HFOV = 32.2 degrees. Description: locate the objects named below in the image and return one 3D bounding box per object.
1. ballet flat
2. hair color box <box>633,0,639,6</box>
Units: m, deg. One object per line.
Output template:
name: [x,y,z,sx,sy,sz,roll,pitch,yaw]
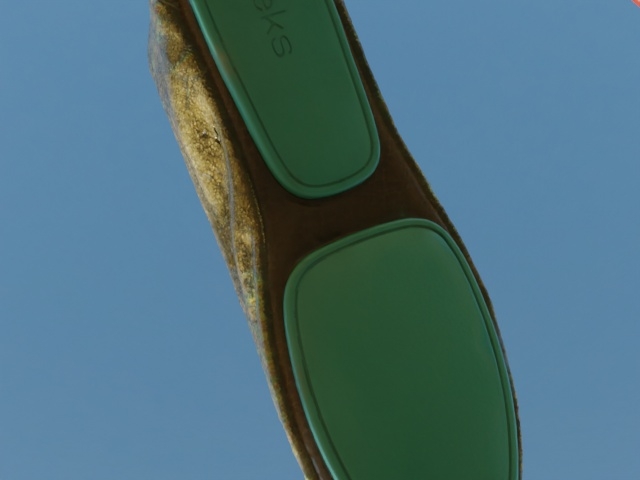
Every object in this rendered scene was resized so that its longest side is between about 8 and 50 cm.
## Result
ballet flat: [0.000,0.000,0.549,0.123,0.123,0.348,-21,-97,-2]
hair color box: [0.212,-0.202,0.726,0.141,0.043,0.072,42,-123,1]
